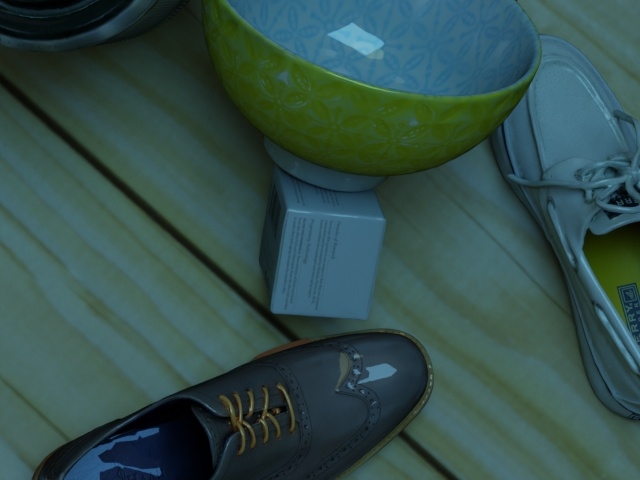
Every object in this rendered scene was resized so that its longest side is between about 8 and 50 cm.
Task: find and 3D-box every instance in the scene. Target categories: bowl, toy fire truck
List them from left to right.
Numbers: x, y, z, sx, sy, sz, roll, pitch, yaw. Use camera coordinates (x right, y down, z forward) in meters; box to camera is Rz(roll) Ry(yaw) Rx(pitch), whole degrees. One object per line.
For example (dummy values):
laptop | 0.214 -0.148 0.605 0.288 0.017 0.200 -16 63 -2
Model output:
bowl | 0.026 -0.136 1.521 0.289 0.156 0.289 12 34 -8
toy fire truck | 0.076 -0.197 1.660 0.135 0.047 0.192 43 75 -3

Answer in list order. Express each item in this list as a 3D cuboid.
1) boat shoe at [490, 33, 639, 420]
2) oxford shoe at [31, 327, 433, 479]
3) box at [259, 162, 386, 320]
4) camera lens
boat shoe | 0.256 -0.025 1.600 0.135 0.156 0.367 -13 80 -15
oxford shoe | -0.059 0.164 1.500 0.363 0.133 0.130 -23 82 -16
box | 0.000 0.000 1.551 0.087 0.101 0.102 4 115 -11
camera lens | -0.198 -0.266 1.469 0.219 0.274 0.219 1 99 5
